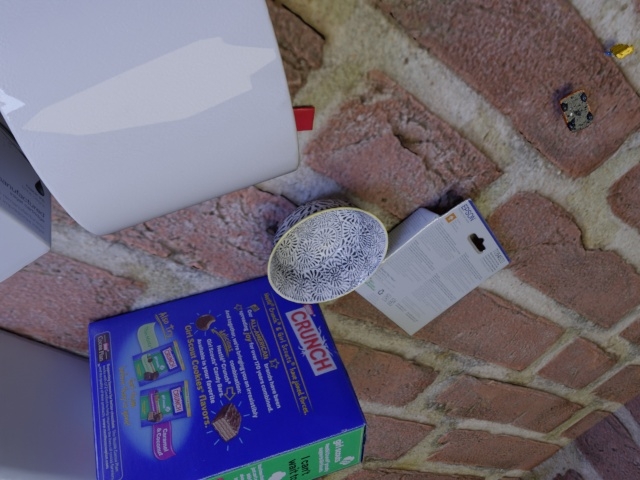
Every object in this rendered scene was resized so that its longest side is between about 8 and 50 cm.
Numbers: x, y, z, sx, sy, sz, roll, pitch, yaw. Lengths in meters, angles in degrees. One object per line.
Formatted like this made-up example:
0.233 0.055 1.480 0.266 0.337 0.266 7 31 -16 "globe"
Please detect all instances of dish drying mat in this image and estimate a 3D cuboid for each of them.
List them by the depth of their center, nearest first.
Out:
-0.048 -0.141 0.633 0.083 0.008 0.032 -9 134 -19 "dish drying mat"

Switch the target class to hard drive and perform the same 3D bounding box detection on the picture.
-0.337 0.243 0.718 0.040 0.203 0.307 -38 135 14 "hard drive"

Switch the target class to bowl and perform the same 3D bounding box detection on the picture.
0.000 0.000 0.735 0.169 0.080 0.170 -13 134 -13 "bowl"

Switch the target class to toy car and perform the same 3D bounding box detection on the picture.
0.380 -0.210 0.742 0.060 0.041 0.122 38 112 -21 "toy car"

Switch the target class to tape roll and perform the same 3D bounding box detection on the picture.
-0.134 -0.144 0.421 0.169 0.246 0.246 -20 136 -7 "tape roll"

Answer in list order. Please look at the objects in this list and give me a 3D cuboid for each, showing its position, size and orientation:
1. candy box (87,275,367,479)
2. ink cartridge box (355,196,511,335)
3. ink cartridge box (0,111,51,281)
-0.130 0.204 0.730 0.316 0.268 0.122 -14 139 -12 "candy box"
0.181 0.042 0.883 0.224 0.045 0.223 -38 136 10 "ink cartridge box"
-0.304 -0.076 0.436 0.085 0.203 0.148 -32 136 3 "ink cartridge box"
